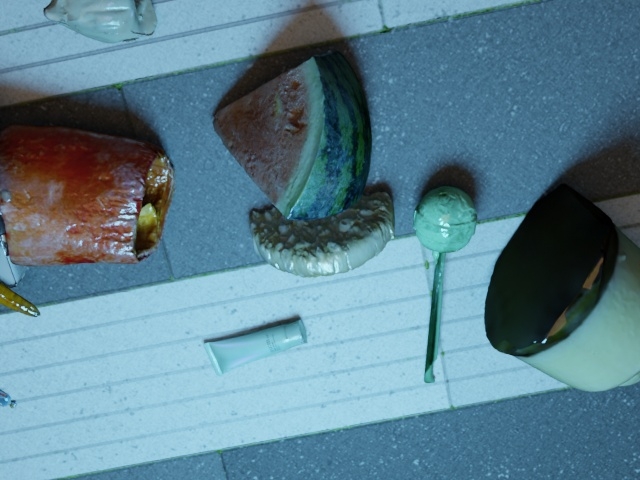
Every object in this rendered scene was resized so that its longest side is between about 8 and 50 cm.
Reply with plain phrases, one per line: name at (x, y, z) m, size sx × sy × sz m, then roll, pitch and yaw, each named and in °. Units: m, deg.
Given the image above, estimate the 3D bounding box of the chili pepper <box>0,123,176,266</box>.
chili pepper at (-0.426, -0.076, 1.808) m, size 0.306 × 0.251 × 0.229 m, roll 3°, pitch 149°, yaw -2°

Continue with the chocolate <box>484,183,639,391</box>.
chocolate at (0.501, 0.110, 1.865) m, size 0.297 × 0.314 × 0.326 m, roll 23°, pitch 105°, yaw -18°

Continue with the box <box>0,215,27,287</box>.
box at (-0.693, -0.021, 1.893) m, size 0.203 × 0.106 × 0.251 m, roll -11°, pitch 111°, yaw 3°

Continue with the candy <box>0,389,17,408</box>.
candy at (-0.665, 0.322, 2.067) m, size 0.083 × 0.020 × 0.030 m, roll 36°, pitch 106°, yaw -15°

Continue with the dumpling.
dumpling at (-0.381, -0.415, 1.751) m, size 0.199 × 0.118 × 0.136 m, roll 0°, pitch 97°, yaw -30°

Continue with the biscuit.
biscuit at (0.000, 0.000, 1.886) m, size 0.281 × 0.179 × 0.084 m, roll -6°, pitch 132°, yaw 9°

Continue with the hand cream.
hand cream at (-0.128, 0.211, 2.021) m, size 0.205 × 0.050 × 0.078 m, roll -19°, pitch 110°, yaw 10°

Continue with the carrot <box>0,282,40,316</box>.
carrot at (-0.629, 0.071, 1.856) m, size 0.257 × 0.061 × 0.061 m, roll 36°, pitch 106°, yaw -24°

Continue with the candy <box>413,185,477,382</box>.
candy at (0.227, 0.097, 1.967) m, size 0.119 × 0.119 × 0.439 m, roll 2°, pitch 119°, yaw -2°

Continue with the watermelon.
watermelon at (-0.048, -0.185, 1.770) m, size 0.293 × 0.250 × 0.282 m, roll -5°, pitch 105°, yaw -2°
